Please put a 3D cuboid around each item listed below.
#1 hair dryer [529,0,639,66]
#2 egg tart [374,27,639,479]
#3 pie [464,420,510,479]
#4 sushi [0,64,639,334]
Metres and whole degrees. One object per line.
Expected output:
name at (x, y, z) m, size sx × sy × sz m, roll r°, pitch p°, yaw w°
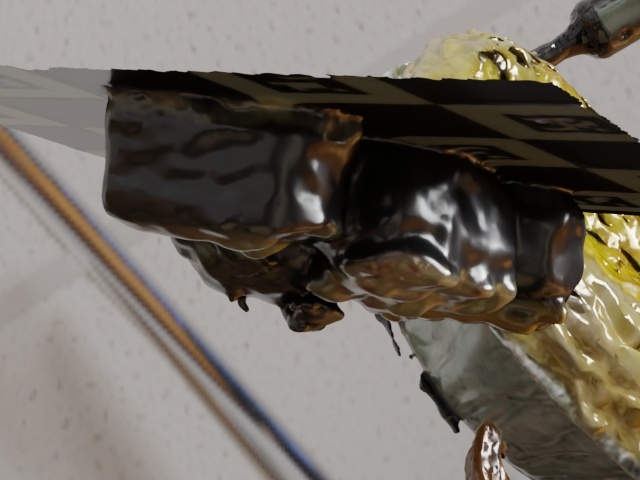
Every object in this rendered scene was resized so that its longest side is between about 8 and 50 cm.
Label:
hair dryer at (0.218, -0.134, 1.040) m, size 0.248 × 0.078 × 0.195 m, roll -28°, pitch -48°, yaw -9°
egg tart at (0.097, 0.026, 0.724) m, size 0.234 × 0.234 × 0.094 m, roll 35°, pitch -65°, yaw -26°
pie at (0.065, 0.143, 0.503) m, size 0.033 × 0.088 × 0.191 m, roll -3°, pitch -47°, yaw 18°
sushi at (0.000, 0.000, 0.498) m, size 0.192 × 0.215 × 0.050 m, roll 4°, pitch -96°, yaw 25°
